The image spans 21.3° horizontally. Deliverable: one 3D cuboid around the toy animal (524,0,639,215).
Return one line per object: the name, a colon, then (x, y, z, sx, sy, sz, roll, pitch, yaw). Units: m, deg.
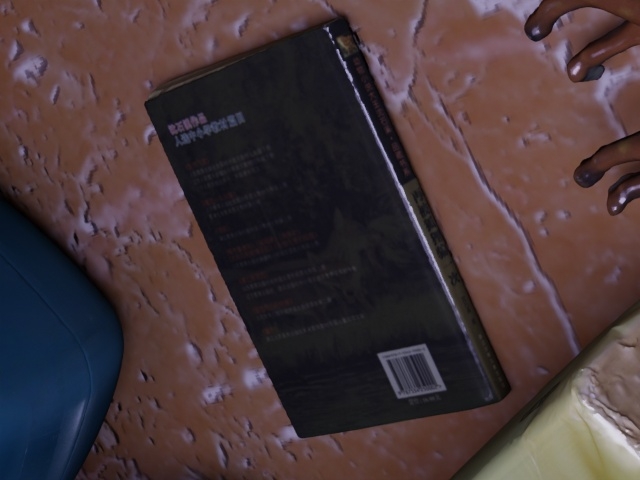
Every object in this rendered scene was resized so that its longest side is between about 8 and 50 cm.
toy animal: (0.216, -0.035, 0.728, 0.229, 0.066, 0.224, -9, 108, 38)

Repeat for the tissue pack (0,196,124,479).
tissue pack: (-0.267, 0.057, 1.108, 0.287, 0.206, 0.198, 35, 123, 18)

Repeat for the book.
book: (0.000, 0.000, 0.962, 0.160, 0.024, 0.228, -15, 104, 44)

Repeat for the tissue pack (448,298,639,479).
tissue pack: (0.136, 0.130, 0.822, 0.125, 0.159, 0.234, 47, 136, 9)
